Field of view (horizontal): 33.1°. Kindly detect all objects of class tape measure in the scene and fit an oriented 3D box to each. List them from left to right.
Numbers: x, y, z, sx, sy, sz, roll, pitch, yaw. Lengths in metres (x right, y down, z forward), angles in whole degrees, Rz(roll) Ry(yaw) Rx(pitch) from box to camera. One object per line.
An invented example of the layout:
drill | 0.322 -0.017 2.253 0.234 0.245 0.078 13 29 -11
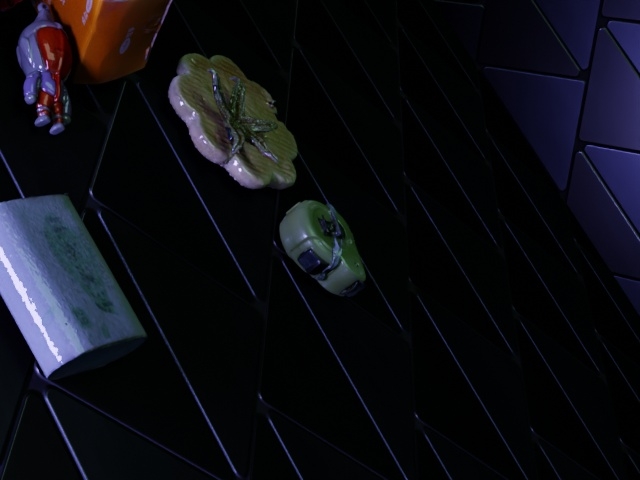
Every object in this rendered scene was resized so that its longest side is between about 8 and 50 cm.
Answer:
tape measure | 0.000 0.000 1.924 0.154 0.087 0.178 20 40 -43

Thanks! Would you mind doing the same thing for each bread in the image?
bread | -0.156 -0.214 1.971 0.316 0.054 0.316 36 33 -29

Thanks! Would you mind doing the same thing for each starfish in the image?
starfish | -0.129 -0.214 1.903 0.176 0.053 0.208 11 52 -49

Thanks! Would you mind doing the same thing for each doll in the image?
doll | -0.418 -0.270 1.642 0.102 0.075 0.228 30 43 -58

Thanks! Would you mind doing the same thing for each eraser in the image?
eraser | -0.339 0.056 1.392 0.227 0.081 0.174 57 29 11

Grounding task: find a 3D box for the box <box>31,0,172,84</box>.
box | -0.379 -0.452 1.716 0.143 0.225 0.341 -18 72 -32

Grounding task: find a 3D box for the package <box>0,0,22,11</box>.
package | -0.530 -0.506 1.538 0.196 0.123 0.423 62 3 21
